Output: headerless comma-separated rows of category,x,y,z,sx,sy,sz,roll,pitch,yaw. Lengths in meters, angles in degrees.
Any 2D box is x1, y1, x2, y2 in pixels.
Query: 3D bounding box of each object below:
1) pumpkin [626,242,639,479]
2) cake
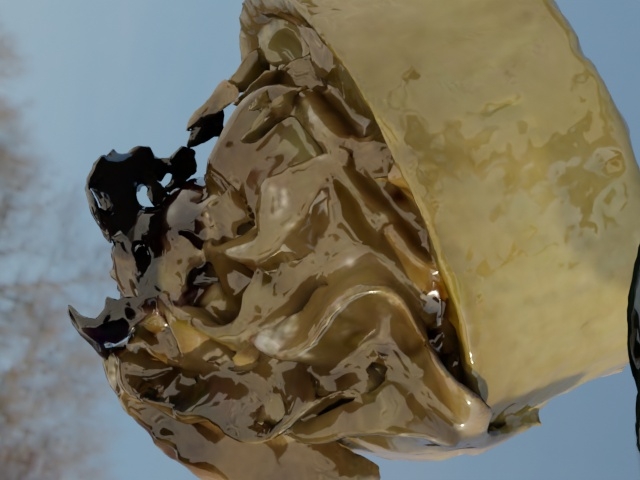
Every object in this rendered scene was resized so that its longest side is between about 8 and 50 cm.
pumpkin,0.181,0.032,0.301,0.250,0.216,0.250,-17,-142,14
cake,0.001,-0.002,1.049,0.332,0.321,0.332,59,-14,25
